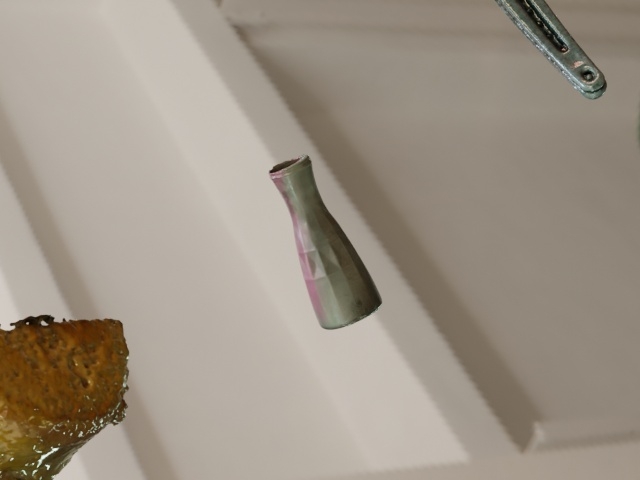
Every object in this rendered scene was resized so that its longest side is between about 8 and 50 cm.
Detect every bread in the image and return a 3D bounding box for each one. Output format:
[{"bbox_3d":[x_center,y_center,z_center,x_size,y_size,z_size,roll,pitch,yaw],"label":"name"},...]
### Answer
[{"bbox_3d":[-0.298,0.173,1.633,0.261,0.160,0.147,5,-131,-57],"label":"bread"}]

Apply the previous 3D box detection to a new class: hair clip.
[{"bbox_3d":[0.159,-0.225,1.351,0.048,0.083,0.275,-33,-106,-7],"label":"hair clip"}]

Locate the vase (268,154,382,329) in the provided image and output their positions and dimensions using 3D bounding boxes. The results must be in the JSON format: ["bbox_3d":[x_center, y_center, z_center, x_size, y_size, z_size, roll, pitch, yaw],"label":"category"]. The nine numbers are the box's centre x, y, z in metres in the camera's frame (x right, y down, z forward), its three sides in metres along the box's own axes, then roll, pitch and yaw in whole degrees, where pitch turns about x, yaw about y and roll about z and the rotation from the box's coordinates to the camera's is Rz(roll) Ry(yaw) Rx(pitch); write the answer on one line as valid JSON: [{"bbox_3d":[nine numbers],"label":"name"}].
[{"bbox_3d":[0.000,0.000,2.015,0.086,0.086,0.214,-37,-72,-51],"label":"vase"}]
